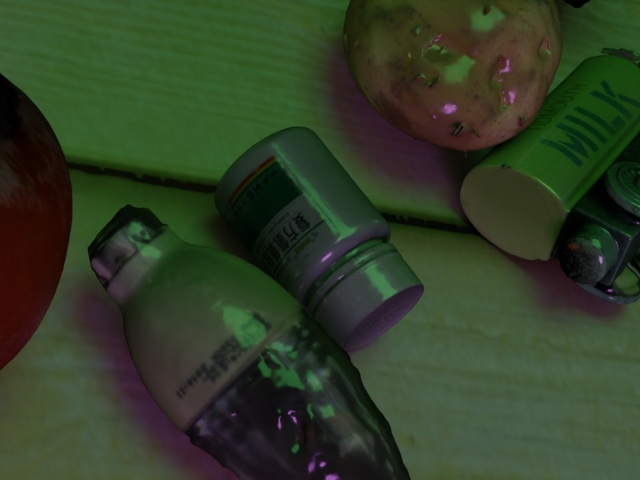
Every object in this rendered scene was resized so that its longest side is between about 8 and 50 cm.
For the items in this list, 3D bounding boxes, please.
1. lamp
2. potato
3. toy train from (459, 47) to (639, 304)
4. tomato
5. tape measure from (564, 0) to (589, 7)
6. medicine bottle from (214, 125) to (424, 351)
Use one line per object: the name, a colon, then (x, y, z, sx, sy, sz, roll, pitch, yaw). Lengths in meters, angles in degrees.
lamp: (-0.036, 0.079, 0.878, 0.250, 0.101, 0.101, 45, 43, 3)
potato: (0.101, -0.155, 1.139, 0.161, 0.128, 0.235, 23, 36, 16)
toy train: (0.206, -0.058, 1.160, 0.157, 0.105, 0.253, 30, 41, 16)
tomato: (-0.224, -0.018, 0.776, 0.208, 0.184, 0.208, 16, 46, -18)
tape measure: (0.225, -0.299, 1.326, 0.115, 0.207, 0.235, 23, 4, -23)
medicine bottle: (0.000, 0.000, 0.979, 0.080, 0.080, 0.130, -20, 65, -42)
